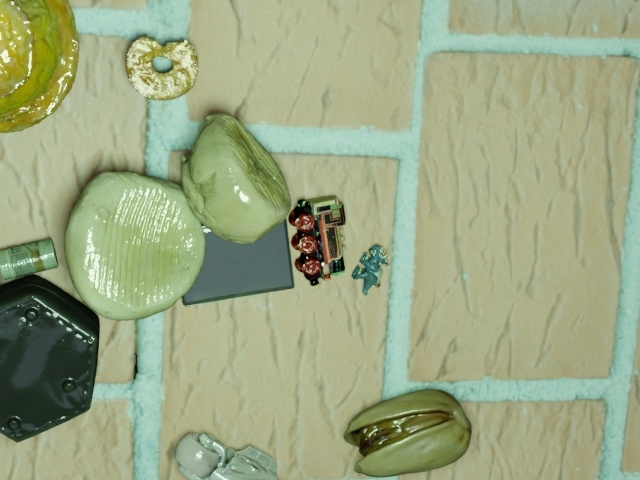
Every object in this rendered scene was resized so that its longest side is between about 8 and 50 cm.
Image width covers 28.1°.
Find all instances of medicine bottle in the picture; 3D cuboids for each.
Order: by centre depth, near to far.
[{"bbox_3d":[-0.438,0.028,1.910,0.083,0.047,0.047,-14,104,-8],"label":"medicine bottle"}]

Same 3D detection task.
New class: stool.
[{"bbox_3d":[-0.436,0.172,1.892,0.232,0.141,0.232,-2,102,-11],"label":"stool"}]

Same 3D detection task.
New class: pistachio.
[{"bbox_3d":[0.143,0.314,2.057,0.206,0.131,0.129,-15,60,-3],"label":"pistachio"}]

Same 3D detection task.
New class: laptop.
[{"bbox_3d":[-0.135,0.028,1.987,0.180,0.016,0.129,-9,104,-9],"label":"laptop"}]

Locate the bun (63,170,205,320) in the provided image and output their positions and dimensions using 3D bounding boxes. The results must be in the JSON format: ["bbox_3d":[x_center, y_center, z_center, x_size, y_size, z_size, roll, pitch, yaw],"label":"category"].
[{"bbox_3d":[-0.283,0.008,1.892,0.231,0.133,0.231,2,86,-31],"label":"bun"}]

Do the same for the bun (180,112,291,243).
[{"bbox_3d":[-0.139,-0.086,1.880,0.128,0.178,0.193,-32,101,18],"label":"bun"}]

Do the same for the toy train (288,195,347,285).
[{"bbox_3d":[0.000,0.000,1.990,0.087,0.050,0.137,-11,104,-12],"label":"toy train"}]

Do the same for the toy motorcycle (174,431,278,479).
[{"bbox_3d":[-0.118,0.388,2.020,0.254,0.112,0.112,33,94,-17],"label":"toy motorcycle"}]

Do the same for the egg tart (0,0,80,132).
[{"bbox_3d":[-0.483,-0.281,1.804,0.288,0.118,0.288,-1,102,-6],"label":"egg tart"}]

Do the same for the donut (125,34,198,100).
[{"bbox_3d":[-0.237,-0.256,1.890,0.108,0.043,0.097,10,99,-14],"label":"donut"}]

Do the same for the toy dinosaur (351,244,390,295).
[{"bbox_3d":[0.082,0.047,2.025,0.047,0.030,0.083,26,96,-13],"label":"toy dinosaur"}]
